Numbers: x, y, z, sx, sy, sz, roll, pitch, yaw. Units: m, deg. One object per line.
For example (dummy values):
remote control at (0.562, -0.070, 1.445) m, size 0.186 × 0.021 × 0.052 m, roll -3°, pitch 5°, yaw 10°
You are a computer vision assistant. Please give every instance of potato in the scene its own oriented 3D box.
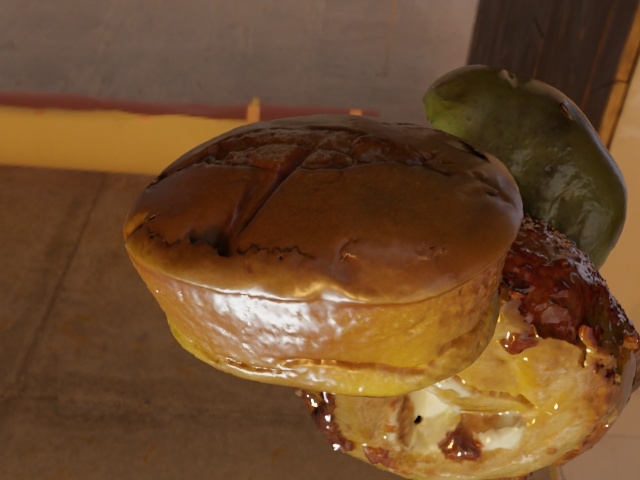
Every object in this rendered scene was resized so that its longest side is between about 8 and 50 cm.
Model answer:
potato at (0.243, -0.103, 0.925) m, size 0.271 × 0.111 × 0.160 m, roll 42°, pitch -152°, yaw 0°

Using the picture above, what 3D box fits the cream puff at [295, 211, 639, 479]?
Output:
cream puff at (0.129, 0.095, 0.825) m, size 0.350 × 0.351 × 0.229 m, roll 3°, pitch -139°, yaw -2°

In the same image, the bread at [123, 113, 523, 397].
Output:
bread at (0.000, 0.000, 0.581) m, size 0.269 × 0.143 × 0.195 m, roll 9°, pitch -141°, yaw 22°
